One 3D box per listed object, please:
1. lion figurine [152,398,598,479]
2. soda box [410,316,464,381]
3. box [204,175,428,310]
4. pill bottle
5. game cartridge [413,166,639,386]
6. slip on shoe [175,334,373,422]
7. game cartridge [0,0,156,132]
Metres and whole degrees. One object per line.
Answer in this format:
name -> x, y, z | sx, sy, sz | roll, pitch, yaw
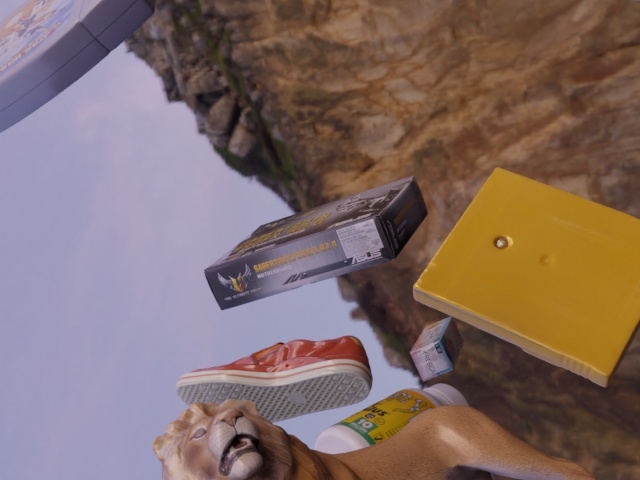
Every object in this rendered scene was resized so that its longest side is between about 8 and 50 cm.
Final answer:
lion figurine -> 0.066, 0.216, 0.747 | 0.392, 0.240, 0.142 | 0, -58, -40
soda box -> 0.213, 0.192, 1.560 | 0.058, 0.063, 0.183 | 64, -162, -2
box -> 0.000, 0.000, 1.045 | 0.056, 0.231, 0.183 | 68, -156, -11
pill bottle -> 0.102, 0.263, 1.131 | 0.208, 0.117, 0.117 | -18, -80, -39
game cartridge -> 0.353, 0.045, 1.352 | 0.285, 0.324, 0.052 | -52, -29, -25
slip on shoe -> -0.075, 0.220, 1.391 | 0.101, 0.331, 0.123 | -81, -27, -49
game cartridge -> -0.306, -0.228, 0.977 | 0.062, 0.297, 0.198 | 47, -156, -32
